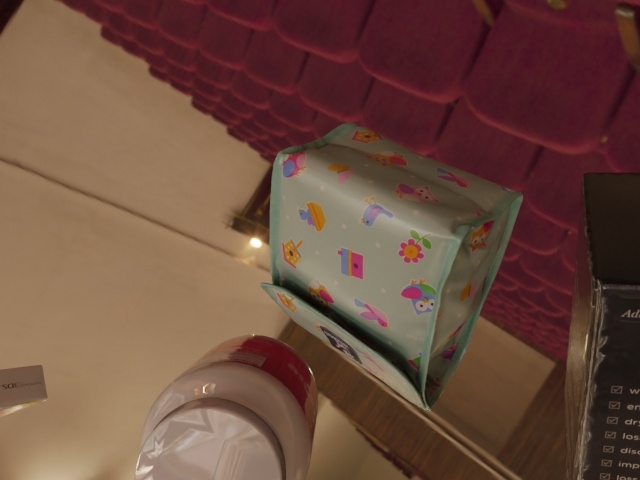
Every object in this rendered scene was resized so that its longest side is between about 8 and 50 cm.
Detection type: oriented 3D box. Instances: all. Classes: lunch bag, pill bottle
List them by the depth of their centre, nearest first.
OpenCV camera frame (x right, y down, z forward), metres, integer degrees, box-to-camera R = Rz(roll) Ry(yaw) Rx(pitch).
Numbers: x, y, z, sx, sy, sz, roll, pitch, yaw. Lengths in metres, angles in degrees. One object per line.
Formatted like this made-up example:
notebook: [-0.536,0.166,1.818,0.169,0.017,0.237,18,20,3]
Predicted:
lunch bag: [0.059,0.039,0.715,0.224,0.262,0.160,30,-143,28]
pill bottle: [-0.123,0.275,0.963,0.229,0.229,0.408,32,-179,1]

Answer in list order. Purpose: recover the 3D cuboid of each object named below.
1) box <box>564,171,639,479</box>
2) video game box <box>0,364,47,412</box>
box: [0.610,0.172,0.940,0.481,0.471,0.297,2,-144,16]
video game box: [-0.439,0.188,0.738,0.205,0.048,0.187,-24,162,38]
